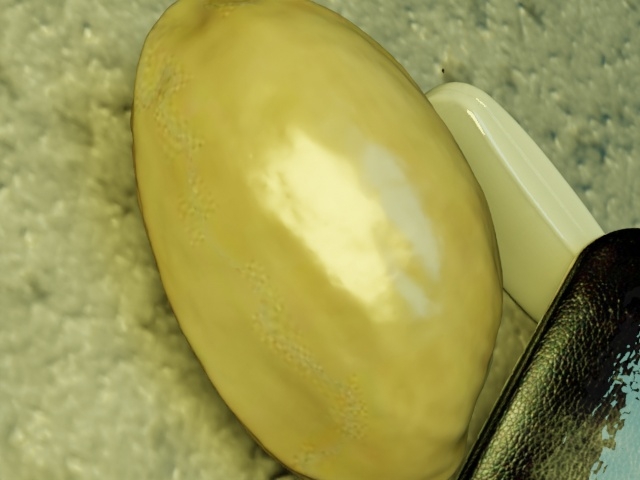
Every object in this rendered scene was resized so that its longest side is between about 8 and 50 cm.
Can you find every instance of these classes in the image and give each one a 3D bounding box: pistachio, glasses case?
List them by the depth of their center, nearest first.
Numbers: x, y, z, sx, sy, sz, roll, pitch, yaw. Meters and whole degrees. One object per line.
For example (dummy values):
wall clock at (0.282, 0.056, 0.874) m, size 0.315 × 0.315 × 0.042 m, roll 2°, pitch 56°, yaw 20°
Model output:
pistachio at (0.000, 0.000, 0.958) m, size 0.181 × 0.162 × 0.293 m, roll -26°, pitch 90°, yaw -13°
glasses case at (0.150, 0.131, 1.026) m, size 0.122 × 0.075 × 0.314 m, roll 29°, pitch 69°, yaw 4°
glasses case at (0.124, -0.016, 1.123) m, size 0.193 × 0.074 × 0.049 m, roll 52°, pitch 51°, yaw -8°
